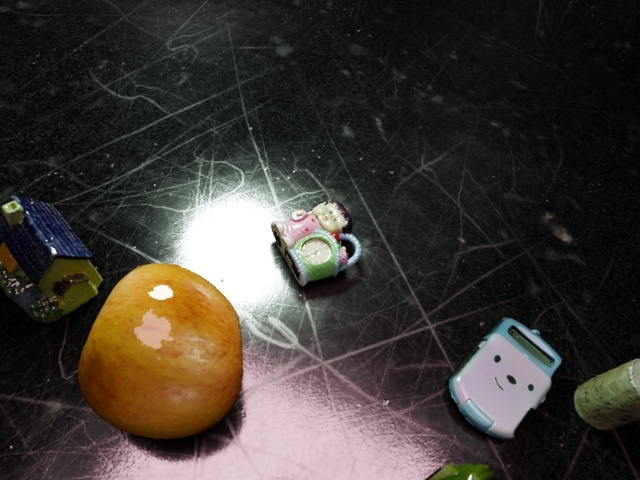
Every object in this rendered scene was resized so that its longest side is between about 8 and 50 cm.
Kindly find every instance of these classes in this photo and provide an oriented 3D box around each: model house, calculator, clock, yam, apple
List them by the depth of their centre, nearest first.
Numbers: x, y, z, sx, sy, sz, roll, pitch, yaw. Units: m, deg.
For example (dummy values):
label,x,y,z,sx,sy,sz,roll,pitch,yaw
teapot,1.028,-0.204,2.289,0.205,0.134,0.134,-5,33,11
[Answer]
label,x,y,z,sx,sy,sz,roll,pitch,yaw
apple,-0.272,0.199,0.811,0.275,0.299,0.299,20,54,-13
model house,-0.579,0.035,0.917,0.170,0.211,0.194,-33,67,-29
yam,0.619,0.316,0.918,0.107,0.194,0.107,2,56,-4
calculator,0.412,0.295,0.986,0.293,0.051,0.173,-37,67,-28
clock,0.000,0.000,1.100,0.195,0.100,0.194,-24,66,-20

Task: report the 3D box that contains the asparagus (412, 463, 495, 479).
label,x,y,z,sx,sy,sz,roll,pitch,yaw
asparagus,0.189,0.472,0.817,0.287,0.080,0.080,-11,58,-26
